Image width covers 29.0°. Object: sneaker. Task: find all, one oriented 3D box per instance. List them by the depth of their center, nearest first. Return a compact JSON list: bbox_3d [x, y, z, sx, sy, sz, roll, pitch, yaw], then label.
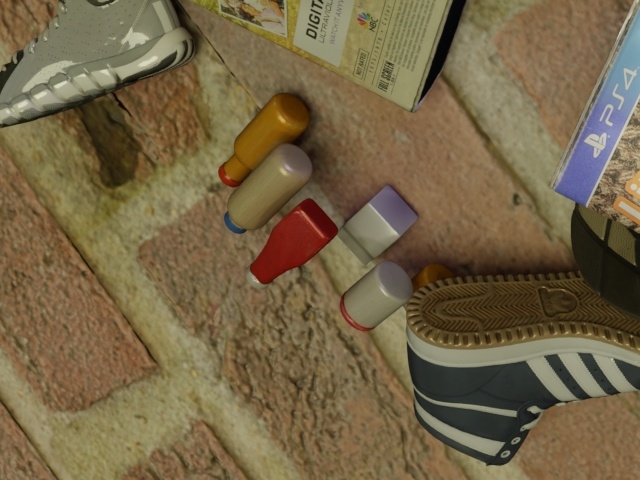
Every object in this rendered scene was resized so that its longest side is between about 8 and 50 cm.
[{"bbox_3d":[0.208,0.108,1.016,0.282,0.099,0.153,1,132,1],"label":"sneaker"},{"bbox_3d":[-0.230,-0.185,1.092,0.228,0.086,0.132,-17,97,15],"label":"sneaker"}]

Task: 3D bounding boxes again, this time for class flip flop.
[{"bbox_3d":[0.304,0.030,0.925,0.277,0.080,0.112,32,102,36],"label":"flip flop"}]

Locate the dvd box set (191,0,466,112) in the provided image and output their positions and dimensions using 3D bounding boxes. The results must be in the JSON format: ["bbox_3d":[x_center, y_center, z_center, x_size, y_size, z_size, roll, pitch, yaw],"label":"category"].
[{"bbox_3d":[-0.073,-0.294,0.913,0.420,0.062,0.307,27,147,9],"label":"dvd box set"}]

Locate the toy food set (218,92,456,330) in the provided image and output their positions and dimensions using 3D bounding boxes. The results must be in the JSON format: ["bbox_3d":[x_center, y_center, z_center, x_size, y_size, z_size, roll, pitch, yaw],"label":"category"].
[{"bbox_3d":[0.000,0.000,1.050,0.232,0.111,0.104,47,130,-1],"label":"toy food set"}]

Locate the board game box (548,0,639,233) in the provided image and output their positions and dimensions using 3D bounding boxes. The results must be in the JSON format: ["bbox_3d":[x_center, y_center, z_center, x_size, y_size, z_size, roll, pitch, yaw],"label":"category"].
[{"bbox_3d":[0.334,-0.054,0.816,0.291,0.232,0.141,28,115,15],"label":"board game box"}]
